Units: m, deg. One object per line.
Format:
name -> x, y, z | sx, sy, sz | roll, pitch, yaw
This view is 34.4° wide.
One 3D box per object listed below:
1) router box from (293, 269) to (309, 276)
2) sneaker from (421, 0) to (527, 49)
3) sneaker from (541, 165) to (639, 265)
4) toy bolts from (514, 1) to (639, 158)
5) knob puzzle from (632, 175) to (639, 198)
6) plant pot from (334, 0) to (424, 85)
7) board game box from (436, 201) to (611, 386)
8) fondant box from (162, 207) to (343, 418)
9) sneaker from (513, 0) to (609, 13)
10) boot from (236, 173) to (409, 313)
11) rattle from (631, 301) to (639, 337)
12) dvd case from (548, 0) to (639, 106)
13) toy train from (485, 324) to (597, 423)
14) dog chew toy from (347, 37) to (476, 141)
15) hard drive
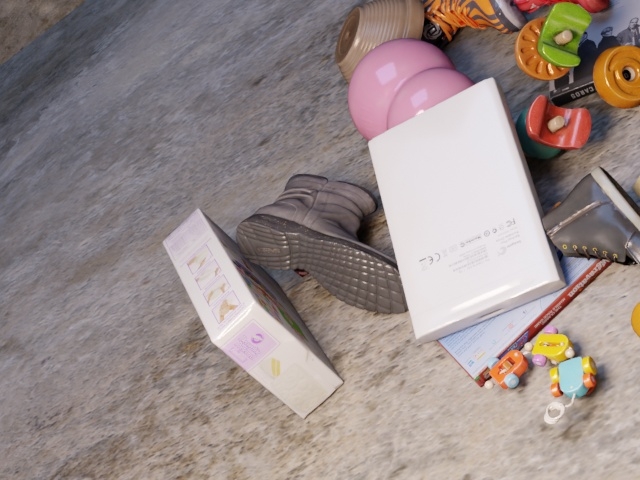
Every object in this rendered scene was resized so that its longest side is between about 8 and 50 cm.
router box -> 0.000, 0.000, 1.883 | 0.122, 0.038, 0.092 | -29, 39, 21
sneaker -> 0.276, -0.426, 1.985 | 0.180, 0.124, 0.321 | -40, 24, 13
sneaker -> 0.404, 0.015, 1.413 | 0.118, 0.083, 0.222 | -44, 53, 21
toy bolts -> 0.394, -0.228, 1.656 | 0.158, 0.218, 0.229 | 149, 142, -78
knob puzzle -> 0.504, -0.052, 1.344 | 0.030, 0.213, 0.213 | -16, 28, -22
plant pot -> 0.101, -0.382, 2.017 | 0.237, 0.109, 0.237 | -163, 90, -71
board game box -> 0.295, 0.075, 1.520 | 0.281, 0.027, 0.145 | -44, 37, 2
fondant box -> -0.119, 0.114, 1.713 | 0.096, 0.238, 0.330 | -43, 35, 2
sneaker -> 0.421, -0.431, 1.830 | 0.128, 0.087, 0.221 | -46, 30, 25
boot -> 0.047, -0.016, 1.751 | 0.338, 0.118, 0.222 | 24, 40, 20
rattle -> 0.507, 0.090, 1.290 | 0.199, 0.143, 0.130 | -25, 70, 2
dvd case -> 0.475, -0.345, 1.761 | 0.179, 0.029, 0.239 | -20, 41, 31
toy train -> 0.303, 0.185, 1.389 | 0.125, 0.046, 0.166 | -48, 32, -2
dog chew toy -> 0.189, -0.217, 1.786 | 0.206, 0.206, 0.332 | -44, 43, 1
hard drive -> 0.211, -0.048, 1.567 | 0.233, 0.047, 0.353 | -26, 59, 25
